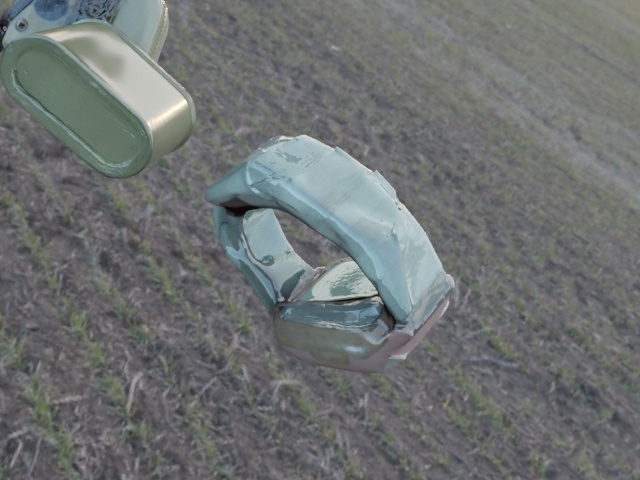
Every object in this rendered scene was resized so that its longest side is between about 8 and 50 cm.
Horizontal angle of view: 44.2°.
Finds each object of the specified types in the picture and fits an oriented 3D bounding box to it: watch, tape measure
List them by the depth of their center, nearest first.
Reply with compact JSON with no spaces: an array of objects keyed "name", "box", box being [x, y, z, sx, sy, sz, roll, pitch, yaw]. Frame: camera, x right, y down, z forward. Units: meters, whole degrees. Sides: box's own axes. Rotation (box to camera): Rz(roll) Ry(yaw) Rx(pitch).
[{"name":"watch","box":[0.000,0.000,0.868,0.253,0.241,0.162,0,32,44]},{"name":"tape measure","box":[-0.402,-0.388,1.335,0.271,0.231,0.133,17,-3,-1]}]

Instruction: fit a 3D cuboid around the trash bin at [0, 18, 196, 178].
[{"name":"trash bin","box":[-0.304,-0.206,1.116,0.243,0.121,0.247,42,15,-9]}]
